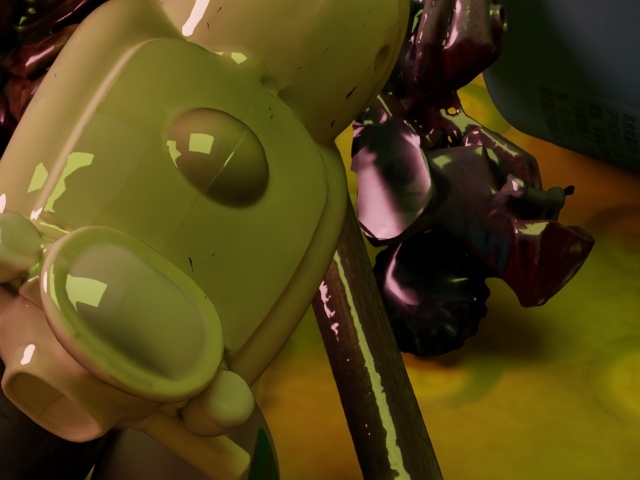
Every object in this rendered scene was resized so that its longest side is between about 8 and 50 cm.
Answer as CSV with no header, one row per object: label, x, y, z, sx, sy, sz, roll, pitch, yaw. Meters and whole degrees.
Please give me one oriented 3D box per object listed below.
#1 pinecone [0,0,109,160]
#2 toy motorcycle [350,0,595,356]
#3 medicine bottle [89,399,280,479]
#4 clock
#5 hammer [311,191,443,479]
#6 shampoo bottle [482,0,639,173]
pinecone,-0.114,-0.049,0.851,0.212,0.168,0.185,12,-6,5
toy motorcycle,0.073,-0.050,0.843,0.122,0.213,0.082,-7,-6,20
medicine bottle,-0.065,0.156,0.610,0.078,0.115,0.219,7,35,3
clock,-0.098,0.030,0.596,0.120,0.379,0.276,36,27,-12
hammer,0.000,0.000,0.764,0.111,0.043,0.365,-7,63,-21
shampoo bottle,0.303,-0.168,0.919,0.343,0.331,0.331,19,38,25
